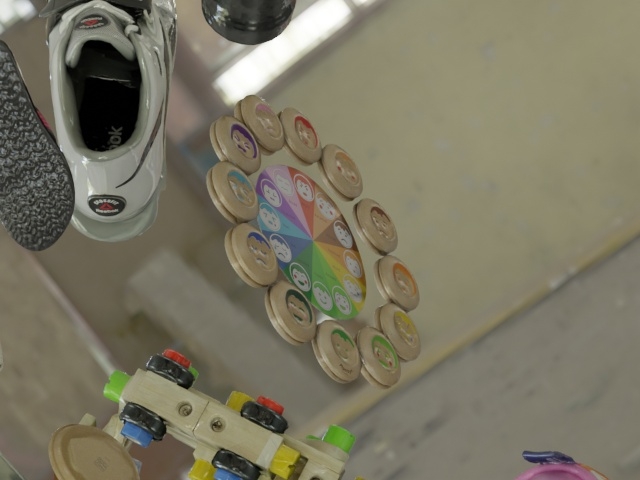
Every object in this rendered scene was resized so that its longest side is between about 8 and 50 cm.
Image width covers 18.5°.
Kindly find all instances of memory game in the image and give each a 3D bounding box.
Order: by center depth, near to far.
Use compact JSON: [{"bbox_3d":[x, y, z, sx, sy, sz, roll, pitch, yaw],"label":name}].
[{"bbox_3d":[0.000,0.000,1.108,0.012,0.186,0.186,-31,7,28],"label":"memory game"}]

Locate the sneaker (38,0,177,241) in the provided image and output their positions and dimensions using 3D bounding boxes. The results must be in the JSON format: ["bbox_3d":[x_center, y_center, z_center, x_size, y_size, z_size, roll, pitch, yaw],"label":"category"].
[{"bbox_3d":[-0.185,-0.178,1.739,0.123,0.330,0.146,-6,-26,-5],"label":"sneaker"}]

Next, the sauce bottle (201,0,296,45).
[{"bbox_3d":[-0.030,-0.251,1.317,0.111,0.111,0.344,-39,-17,-25],"label":"sauce bottle"}]

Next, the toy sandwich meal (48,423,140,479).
[{"bbox_3d":[-0.161,0.166,1.368,0.029,0.085,0.085,-46,-1,28],"label":"toy sandwich meal"}]

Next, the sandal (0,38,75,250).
[{"bbox_3d":[-0.243,-0.080,1.581,0.067,0.179,0.040,-20,0,3],"label":"sandal"}]

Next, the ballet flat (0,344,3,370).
[{"bbox_3d":[-0.228,0.081,1.180,0.072,0.068,0.213,-48,16,36],"label":"ballet flat"}]

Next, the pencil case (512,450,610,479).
[{"bbox_3d":[0.200,0.226,1.158,0.124,0.284,0.124,-31,44,34],"label":"pencil case"}]

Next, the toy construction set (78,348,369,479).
[{"bbox_3d":[-0.103,0.210,1.923,0.215,0.328,0.151,79,-157,-71],"label":"toy construction set"}]

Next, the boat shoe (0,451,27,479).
[{"bbox_3d":[-0.237,0.222,1.443,0.091,0.302,0.114,-39,35,8],"label":"boat shoe"}]
